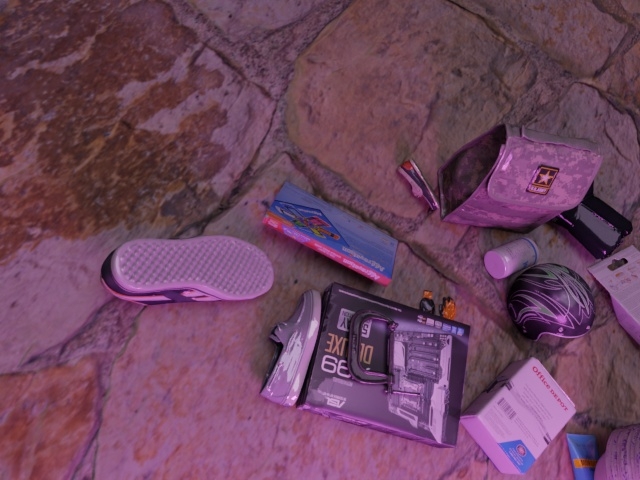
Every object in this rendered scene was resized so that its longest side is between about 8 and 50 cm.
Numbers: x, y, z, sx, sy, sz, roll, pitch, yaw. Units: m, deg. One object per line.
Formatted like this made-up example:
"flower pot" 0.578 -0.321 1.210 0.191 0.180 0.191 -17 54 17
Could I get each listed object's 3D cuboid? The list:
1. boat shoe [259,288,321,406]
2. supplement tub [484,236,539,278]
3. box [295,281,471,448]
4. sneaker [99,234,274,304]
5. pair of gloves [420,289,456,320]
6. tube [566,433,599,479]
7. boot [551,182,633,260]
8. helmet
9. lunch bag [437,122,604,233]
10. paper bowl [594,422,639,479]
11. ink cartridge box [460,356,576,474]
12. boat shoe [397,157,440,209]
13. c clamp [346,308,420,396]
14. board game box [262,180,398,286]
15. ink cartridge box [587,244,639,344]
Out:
"boat shoe" -0.058 0.192 1.020 0.081 0.079 0.228 20 68 -13
"supplement tub" 0.437 0.039 1.235 0.107 0.071 0.071 -19 75 -22
"box" 0.128 0.244 1.056 0.307 0.076 0.242 19 65 -9
"sneaker" -0.245 0.055 1.006 0.321 0.127 0.126 9 70 -40
"pair of gloves" 0.254 0.149 1.169 0.083 0.010 0.074 15 65 -9
"tube" 0.550 0.503 1.099 0.080 0.052 0.207 14 60 -25
"boot" 0.678 -0.094 1.346 0.207 0.094 0.246 38 70 5
"helmet" 0.499 0.132 1.165 0.169 0.161 0.169 6 67 -14
"lunch bag" 0.430 -0.139 1.185 0.235 0.287 0.169 7 67 -15
"paper bowl" 0.645 0.502 1.040 0.284 0.148 0.284 20 54 -30
"ink cartridge box" 0.398 0.350 1.091 0.190 0.082 0.140 -34 82 -27
"boat shoe" 0.230 -0.126 1.256 0.043 0.049 0.137 -33 81 17
"c clamp" 0.114 0.209 1.013 0.137 0.022 0.161 3 70 -10
"board game box" 0.028 -0.017 1.126 0.281 0.027 0.145 28 35 -4
"ink cartridge box" 0.779 0.136 1.323 0.181 0.056 0.225 -21 57 -23
